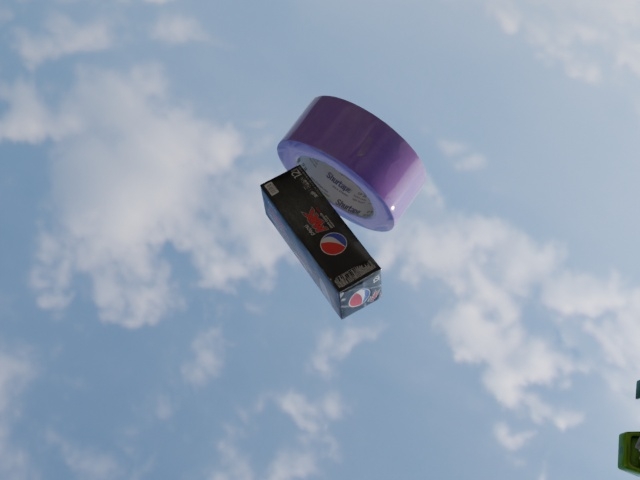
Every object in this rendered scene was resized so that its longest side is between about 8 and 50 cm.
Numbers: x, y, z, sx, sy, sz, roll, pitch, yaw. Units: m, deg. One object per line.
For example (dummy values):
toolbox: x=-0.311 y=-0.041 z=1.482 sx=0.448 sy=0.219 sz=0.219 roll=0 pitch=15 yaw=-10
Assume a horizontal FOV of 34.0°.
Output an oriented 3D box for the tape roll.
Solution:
tape roll: x=0.041 y=-0.099 z=1.381 sx=0.189 sy=0.189 sz=0.080 roll=30 pitch=-105 yaw=21

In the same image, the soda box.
soda box: x=0.000 y=0.000 z=1.122 sx=0.053 sy=0.060 sz=0.169 roll=-28 pitch=-123 yaw=-14

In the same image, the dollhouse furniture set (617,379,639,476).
dollhouse furniture set: x=0.274 y=0.185 z=0.815 sx=0.058 sy=0.076 sz=0.152 roll=11 pitch=-110 yaw=-8
